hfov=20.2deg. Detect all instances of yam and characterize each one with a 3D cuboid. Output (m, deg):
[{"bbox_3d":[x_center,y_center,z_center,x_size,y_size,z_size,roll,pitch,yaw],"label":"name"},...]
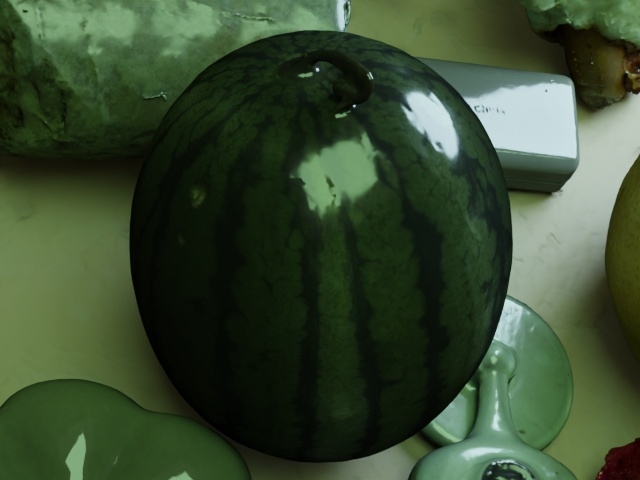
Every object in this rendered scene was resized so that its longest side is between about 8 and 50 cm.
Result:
[{"bbox_3d":[-0.139,-0.157,1.448,0.300,0.195,0.195,0,65,-16],"label":"yam"}]

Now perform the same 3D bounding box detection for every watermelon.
[{"bbox_3d":[0.000,0.000,1.308,0.279,0.359,0.279,-2,43,2],"label":"watermelon"}]

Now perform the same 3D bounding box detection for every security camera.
[{"bbox_3d":[0.137,0.164,1.431,0.157,0.080,0.301,7,60,-11],"label":"security camera"}]

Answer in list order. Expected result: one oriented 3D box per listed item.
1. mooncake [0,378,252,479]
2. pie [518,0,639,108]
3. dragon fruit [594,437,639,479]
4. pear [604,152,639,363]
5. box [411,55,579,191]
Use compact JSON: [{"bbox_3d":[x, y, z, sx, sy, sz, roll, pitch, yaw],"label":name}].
[{"bbox_3d":[-0.170,0.226,1.286,0.275,0.135,0.275,4,63,-8],"label":"mooncake"},{"bbox_3d":[0.259,-0.279,1.581,0.105,0.274,0.257,24,74,44],"label":"pie"},{"bbox_3d":[0.288,0.233,1.409,0.111,0.153,0.153,17,60,-26],"label":"dragon fruit"},{"bbox_3d":[0.380,0.007,1.444,0.314,0.314,0.314,6,63,-12],"label":"pear"},{"bbox_3d":[0.101,-0.105,1.561,0.243,0.055,0.103,6,64,-13],"label":"box"}]
